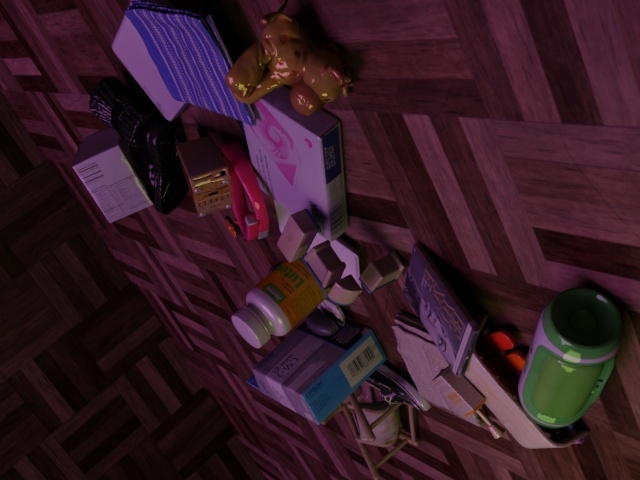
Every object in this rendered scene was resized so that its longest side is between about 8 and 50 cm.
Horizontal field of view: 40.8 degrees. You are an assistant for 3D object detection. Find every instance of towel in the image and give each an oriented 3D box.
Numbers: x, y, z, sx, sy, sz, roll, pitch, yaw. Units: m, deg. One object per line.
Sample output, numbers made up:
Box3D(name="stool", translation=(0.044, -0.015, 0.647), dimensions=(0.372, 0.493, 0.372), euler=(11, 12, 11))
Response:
Box3D(name="towel", translation=(-0.266, -0.358, 1.729), dimensions=(0.336, 0.040, 0.243), euler=(26, 148, 50))
Box3D(name="towel", translation=(0.261, 0.290, 1.908), dimensions=(0.187, 0.049, 0.282), euler=(22, 145, 50))

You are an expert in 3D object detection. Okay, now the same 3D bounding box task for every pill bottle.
Box3D(name="pill bottle", translation=(-0.091, 0.142, 2.065), dimensions=(0.136, 0.246, 0.136), euler=(40, 156, 22))

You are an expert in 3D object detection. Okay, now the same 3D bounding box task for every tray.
Box3D(name="tray", translation=(0.000, 0.000, 1.958), dimensions=(0.270, 0.030, 0.145), euler=(36, 155, 29))

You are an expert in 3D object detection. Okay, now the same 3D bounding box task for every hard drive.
Box3D(name="hard drive", translation=(-0.362, -0.418, 1.946), dimensions=(0.233, 0.047, 0.353), euler=(53, 158, -7))

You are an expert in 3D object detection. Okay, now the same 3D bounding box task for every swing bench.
Box3D(name="swing bench", translation=(0.118, 0.456, 2.295), dimensions=(0.255, 0.165, 0.253), euler=(41, 157, 32))

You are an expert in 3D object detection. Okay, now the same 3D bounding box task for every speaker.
Box3D(name="speaker", translation=(0.402, 0.198, 1.403), dimensions=(0.131, 0.131, 0.296), euler=(38, 155, 25))

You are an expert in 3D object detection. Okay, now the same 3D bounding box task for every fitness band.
Box3D(name="fitness band", translation=(-0.180, -0.110, 1.981), dimensions=(0.291, 0.054, 0.209), euler=(110, 138, -73))

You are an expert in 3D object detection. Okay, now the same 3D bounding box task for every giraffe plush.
Box3D(name="giraffe plush", translation=(-0.032, -0.286, 1.445), dimensions=(0.170, 0.181, 0.210), euler=(38, 122, 3))

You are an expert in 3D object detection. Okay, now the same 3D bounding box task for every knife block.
Box3D(name="knife block", translation=(-0.280, -0.192, 1.980), dimensions=(0.275, 0.088, 0.242), euler=(101, 149, -73))

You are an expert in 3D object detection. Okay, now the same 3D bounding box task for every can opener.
Box3D(name="can opener", translation=(-0.047, 0.154, 2.201), dimensions=(0.283, 0.095, 0.076), euler=(28, 149, 41))

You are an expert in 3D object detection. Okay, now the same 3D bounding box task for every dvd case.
Box3D(name="dvd case", translation=(0.226, 0.134, 1.649), dimensions=(0.221, 0.018, 0.164), euler=(58, 157, 33))

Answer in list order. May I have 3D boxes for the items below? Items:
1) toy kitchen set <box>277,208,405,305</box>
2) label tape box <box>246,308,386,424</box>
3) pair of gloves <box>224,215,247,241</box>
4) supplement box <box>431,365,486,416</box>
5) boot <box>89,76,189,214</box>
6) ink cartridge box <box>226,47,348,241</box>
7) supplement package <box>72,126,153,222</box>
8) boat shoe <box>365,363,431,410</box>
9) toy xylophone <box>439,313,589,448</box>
Box3D(name="toy kitchen set", translation=(0.043, 0.029, 1.774), dimensions=(0.207, 0.166, 0.122), euler=(56, 150, 17))
Box3D(name="label tape box", translation=(-0.037, 0.302, 2.212), dimensions=(0.348, 0.249, 0.115), euler=(18, 142, 52))
Box3D(name="pair of gloves", translation=(-0.230, -0.033, 2.357), dimensions=(0.083, 0.010, 0.074), euler=(18, 141, 47))
Box3D(name="supplement box", translation=(0.272, 0.296, 1.697), dimensions=(0.098, 0.036, 0.062), euler=(46, 160, 8))
Box3D(name="boot", translation=(-0.478, -0.254, 2.302), dimensions=(0.260, 0.131, 0.348), euler=(32, 142, 22))
Box3D(name="ink cartridge box", translation=(-0.085, -0.191, 1.767), dimensions=(0.330, 0.071, 0.324), euler=(35, 154, 28))
Box3D(name="supplement package", translation=(-0.584, -0.200, 2.472), dimensions=(0.194, 0.149, 0.203), euler=(-102, -13, -59))
Box3D(name="boat shoe", translation=(0.183, 0.372, 2.130), dimensions=(0.219, 0.070, 0.078), euler=(31, 165, 47))
Box3D(name="toy xylophone", translation=(0.358, 0.291, 1.685), dimensions=(0.322, 0.081, 0.236), euler=(52, 159, -7))
